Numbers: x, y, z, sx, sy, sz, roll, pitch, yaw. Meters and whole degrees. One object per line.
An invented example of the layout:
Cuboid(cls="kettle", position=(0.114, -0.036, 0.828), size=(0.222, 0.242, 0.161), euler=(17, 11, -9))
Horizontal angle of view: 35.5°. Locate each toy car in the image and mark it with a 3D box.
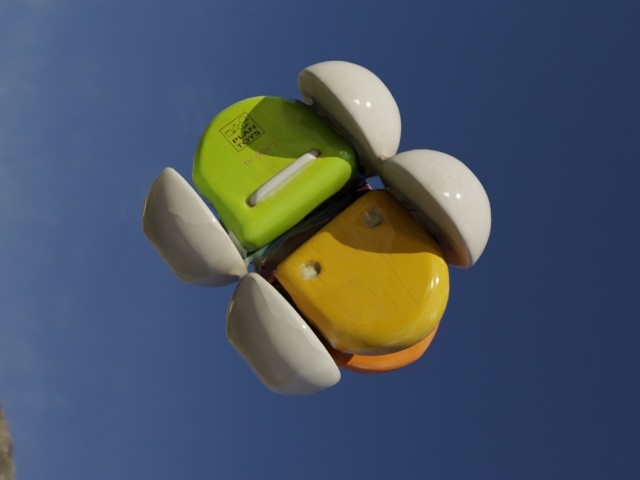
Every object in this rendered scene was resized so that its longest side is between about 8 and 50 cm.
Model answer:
Cuboid(cls="toy car", position=(0.000, 0.000, 0.584), size=(0.159, 0.136, 0.182), euler=(-39, -110, -9))
